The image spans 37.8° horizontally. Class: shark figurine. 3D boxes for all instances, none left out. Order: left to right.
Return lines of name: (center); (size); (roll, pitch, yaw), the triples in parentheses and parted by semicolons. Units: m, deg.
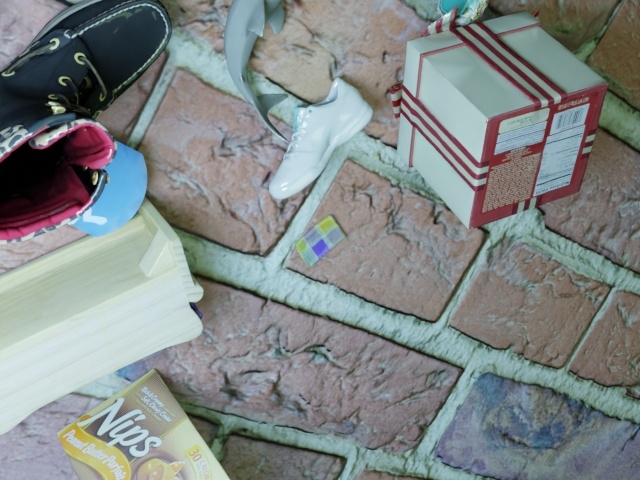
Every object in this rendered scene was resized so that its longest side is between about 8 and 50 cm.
shark figurine: (-0.089, -0.281, 1.308); (0.166, 0.116, 0.278); (2, 118, -23)

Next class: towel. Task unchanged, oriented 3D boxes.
towel: (0.000, 0.000, 1.568); (0.083, 0.009, 0.060); (-38, 128, -10)

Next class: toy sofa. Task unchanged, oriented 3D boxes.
toy sofa: (-0.356, 0.101, 1.313); (0.363, 0.150, 0.177); (-26, 129, -18)

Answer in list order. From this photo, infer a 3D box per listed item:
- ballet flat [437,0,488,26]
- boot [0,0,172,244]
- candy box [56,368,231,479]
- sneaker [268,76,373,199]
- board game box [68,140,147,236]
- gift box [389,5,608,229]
ballet flat: (0.264, -0.446, 1.477); (0.241, 0.091, 0.077); (-58, 153, 11)
boot: (-0.306, -0.157, 1.130); (0.377, 0.284, 0.138); (-34, 125, -12)
candy box: (-0.254, 0.341, 1.386); (0.183, 0.316, 0.087); (-33, 124, -14)
sneaker: (-0.019, -0.161, 1.447); (0.212, 0.080, 0.094); (-48, 117, -11)
board game box: (-0.329, -0.085, 1.299); (0.169, 0.033, 0.133); (26, 82, -15)
gift box: (0.278, -0.218, 1.469); (0.255, 0.258, 0.276); (-15, 135, -23)
